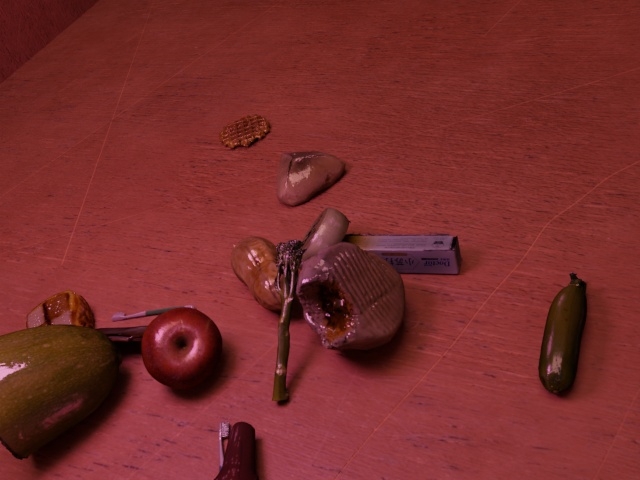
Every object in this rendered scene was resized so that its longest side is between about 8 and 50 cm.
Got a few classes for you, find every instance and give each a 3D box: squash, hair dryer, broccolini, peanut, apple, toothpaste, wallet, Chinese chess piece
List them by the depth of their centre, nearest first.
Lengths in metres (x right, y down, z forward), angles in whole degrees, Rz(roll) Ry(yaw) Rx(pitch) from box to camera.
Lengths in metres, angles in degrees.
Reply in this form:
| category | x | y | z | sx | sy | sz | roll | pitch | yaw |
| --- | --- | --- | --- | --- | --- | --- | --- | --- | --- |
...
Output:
| category | x | y | z | sx | sy | sz | roll | pitch | yaw |
| --- | --- | --- | --- | --- | --- | --- | --- | --- | --- |
| hair dryer | -0.061 | 0.510 | 1.435 | 0.340 | 0.123 | 0.312 | 0 | 33 | 6 |
| squash | 0.535 | 0.190 | 1.534 | 0.087 | 0.087 | 0.331 | 6 | 46 | 27 |
| broccolini | -0.079 | 0.189 | 1.696 | 0.079 | 0.074 | 0.392 | -13 | 69 | 52 |
| squash | -0.647 | 0.319 | 1.700 | 0.309 | 0.310 | 0.310 | -28 | 42 | -13 |
| apple | -0.341 | 0.266 | 1.732 | 0.201 | 0.162 | 0.201 | 4 | 72 | -14 |
| toothpaste | 0.206 | 0.033 | 1.828 | 0.313 | 0.089 | 0.071 | 0 | 38 | 22 |
| peanut | -0.150 | 0.088 | 1.863 | 0.147 | 0.147 | 0.305 | -28 | 42 | -9 |
| wallet | -0.511 | 0.249 | 1.871 | 0.255 | 0.031 | 0.137 | -4 | 6 | 16 |
| Chinese chess piece | 0.000 | 0.000 | 1.879 | 0.083 | 0.188 | 0.188 | 32 | 51 | -9 |

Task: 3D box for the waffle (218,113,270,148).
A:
| category | x | y | z | sx | sy | sz | roll | pitch | yaw |
| --- | --- | --- | --- | --- | --- | --- | --- | --- | --- |
| waffle | -0.272 | -0.390 | 2.507 | 0.191 | 0.038 | 0.191 | -10 | 42 | 10 |

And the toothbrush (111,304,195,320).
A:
| category | x | y | z | sx | sy | sz | roll | pitch | yaw |
| --- | --- | --- | --- | --- | --- | --- | --- | --- | --- |
| toothbrush | -0.470 | 0.202 | 1.965 | 0.257 | 0.018 | 0.024 | -8 | 36 | 15 |

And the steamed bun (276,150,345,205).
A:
| category | x | y | z | sx | sy | sz | roll | pitch | yaw |
| --- | --- | --- | --- | --- | --- | --- | --- | --- | --- |
| steamed bun | -0.059 | -0.209 | 2.177 | 0.231 | 0.110 | 0.212 | 2 | 46 | 27 |

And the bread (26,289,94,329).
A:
| category | x | y | z | sx | sy | sz | roll | pitch | yaw |
| --- | --- | --- | --- | --- | --- | --- | --- | --- | --- |
| bread | -0.728 | 0.251 | 1.959 | 0.181 | 0.096 | 0.222 | -28 | 42 | -5 |

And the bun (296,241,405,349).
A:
| category | x | y | z | sx | sy | sz | roll | pitch | yaw |
| --- | --- | --- | --- | --- | --- | --- | --- | --- | --- |
| bun | 0.061 | 0.140 | 1.676 | 0.205 | 0.281 | 0.281 | -36 | 19 | 52 |

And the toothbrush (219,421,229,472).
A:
| category | x | y | z | sx | sy | sz | roll | pitch | yaw |
| --- | --- | --- | --- | --- | --- | --- | --- | --- | --- |
| toothbrush | -0.212 | 0.513 | 1.529 | 0.025 | 0.019 | 0.275 | -9 | 42 | 1 |
